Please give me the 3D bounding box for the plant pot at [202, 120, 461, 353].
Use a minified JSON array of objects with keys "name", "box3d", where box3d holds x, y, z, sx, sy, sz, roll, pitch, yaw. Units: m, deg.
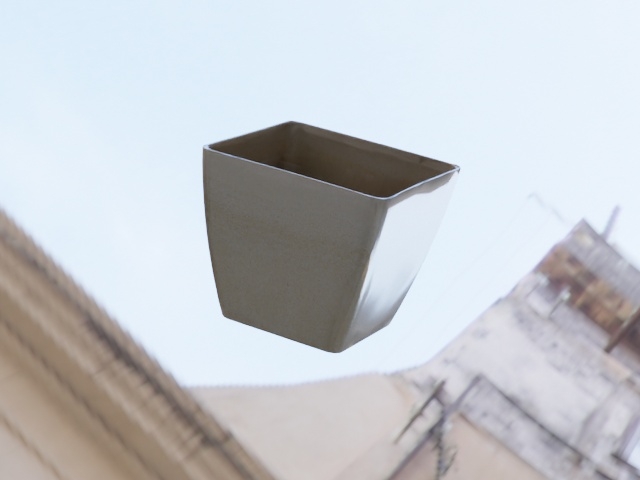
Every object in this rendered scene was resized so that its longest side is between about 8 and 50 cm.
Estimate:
[{"name":"plant pot","box3d":[0.000,0.000,0.959,0.109,0.109,0.096,17,-73,22]}]
